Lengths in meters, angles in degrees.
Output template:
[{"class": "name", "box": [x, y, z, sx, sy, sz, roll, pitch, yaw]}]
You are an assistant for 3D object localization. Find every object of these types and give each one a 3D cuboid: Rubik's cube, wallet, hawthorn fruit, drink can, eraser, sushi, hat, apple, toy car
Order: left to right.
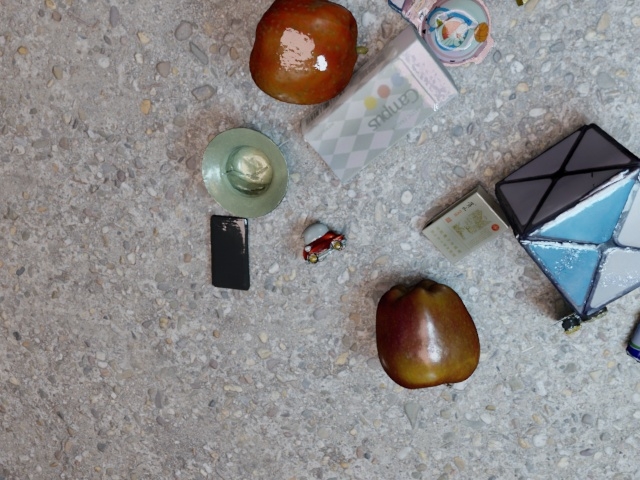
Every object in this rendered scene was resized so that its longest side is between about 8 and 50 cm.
[{"class": "wallet", "box": [-0.284, 0.042, 1.781, 0.124, 0.025, 0.244, 5, 110, 9]}, {"class": "hat", "box": [-0.197, -0.202, 1.620, 0.257, 0.130, 0.257, 4, 109, 11]}, {"class": "hawthorn fruit", "box": [-0.027, -0.480, 1.424, 0.300, 0.275, 0.275, 2, 110, -4]}, {"class": "toy car", "box": [0.000, 0.000, 1.676, 0.139, 0.112, 0.112, -29, 86, 10]}, {"class": "eraser", "box": [0.143, -0.350, 1.497, 0.397, 0.082, 0.213, -37, 100, 29]}, {"class": "apple", "box": [0.297, 0.274, 1.617, 0.288, 0.288, 0.317, -14, 93, 16]}, {"class": "Rubik's cube", "box": [0.645, -0.048, 1.378, 0.305, 0.310, 0.307, -35, 112, 18]}, {"class": "sushi", "box": [0.707, 0.202, 1.509, 0.192, 0.279, 0.043, -34, 72, 18]}, {"class": "drink can", "box": [0.936, 0.226, 1.563, 0.097, 0.097, 0.235, 17, 113, 5]}]

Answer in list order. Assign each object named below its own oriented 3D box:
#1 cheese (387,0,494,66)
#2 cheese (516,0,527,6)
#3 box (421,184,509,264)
[{"class": "cheese", "box": [0.305, -0.552, 1.425, 0.286, 0.074, 0.189, 37, 111, -2]}, {"class": "cheese", "box": [0.533, -0.652, 1.332, 0.171, 0.093, 0.126, -22, 103, 17]}, {"class": "box", "box": [0.402, -0.041, 1.572, 0.141, 0.058, 0.201, 45, 126, -6]}]
